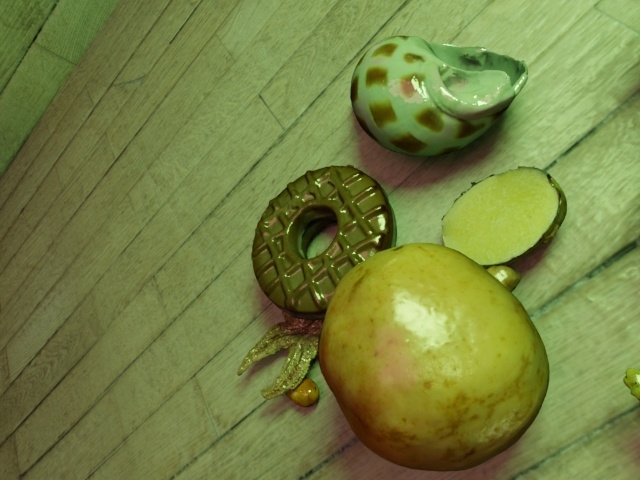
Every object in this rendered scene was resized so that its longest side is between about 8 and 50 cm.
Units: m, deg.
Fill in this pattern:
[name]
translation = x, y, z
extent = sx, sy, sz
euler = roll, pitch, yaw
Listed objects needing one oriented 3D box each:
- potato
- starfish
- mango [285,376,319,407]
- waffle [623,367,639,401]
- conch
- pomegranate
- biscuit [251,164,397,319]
[potato]
translation = 0.305, -0.029, 0.711
extent = 0.200, 0.081, 0.164
euler = -33, 51, 28
[starfish]
translation = -0.048, 0.177, 0.903
extent = 0.298, 0.060, 0.303
euler = -15, 60, 31
[mango]
translation = -0.042, 0.310, 0.876
extent = 0.089, 0.046, 0.060
euler = -5, 76, 37
[waffle]
translation = 0.465, 0.318, 0.478
extent = 0.260, 0.151, 0.325
euler = 16, 91, 37
[conch]
translation = 0.180, -0.272, 0.785
extent = 0.249, 0.197, 0.368
euler = -28, 52, -16
[pomegranate]
translation = 0.164, 0.146, 0.623
extent = 0.342, 0.342, 0.343
euler = -9, 74, 32
[biscuit]
translation = 0.000, 0.000, 0.861
extent = 0.331, 0.103, 0.333
euler = -14, 61, 26
